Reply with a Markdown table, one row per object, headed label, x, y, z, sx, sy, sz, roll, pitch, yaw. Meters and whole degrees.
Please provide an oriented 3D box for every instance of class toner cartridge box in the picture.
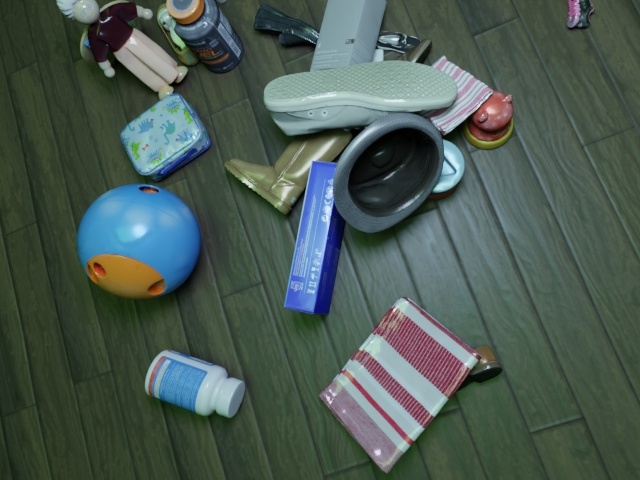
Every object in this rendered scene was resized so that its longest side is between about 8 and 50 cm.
| label | x | y | z | sx | sy | sz | roll | pitch | yaw |
| --- | --- | --- | --- | --- | --- | --- | --- | --- | --- |
| toner cartridge box | 0.000 | 0.000 | 1.177 | 0.075 | 0.165 | 0.347 | 9 | 83 | 14 |

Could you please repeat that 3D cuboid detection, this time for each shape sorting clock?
| label | x | y | z | sx | sy | sz | roll | pitch | yaw |
| --- | --- | --- | --- | --- | --- | --- | --- | --- | --- |
| shape sorting clock | -0.595 | -0.583 | 1.371 | 0.040 | 0.206 | 0.206 | 39 | 91 | 2 |

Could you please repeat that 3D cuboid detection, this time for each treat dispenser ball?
| label | x | y | z | sx | sy | sz | roll | pitch | yaw |
| --- | --- | --- | --- | --- | --- | --- | --- | --- | --- |
| treat dispenser ball | -0.443 | 0.004 | 1.208 | 0.288 | 0.288 | 0.288 | -2 | 82 | 12 |

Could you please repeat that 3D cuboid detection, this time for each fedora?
| label | x | y | z | sx | sy | sz | roll | pitch | yaw |
| --- | --- | --- | --- | --- | --- | --- | --- | --- | --- |
| fedora | 0.135 | -0.164 | 1.084 | 0.275 | 0.244 | 0.124 | -47 | 33 | 10 |

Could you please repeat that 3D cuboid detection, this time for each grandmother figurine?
| label | x | y | z | sx | sy | sz | roll | pitch | yaw |
| --- | --- | --- | --- | --- | --- | --- | --- | --- | --- |
| grandmother figurine | -0.515 | -0.529 | 1.279 | 0.104 | 0.342 | 0.207 | 23 | 82 | 46 |

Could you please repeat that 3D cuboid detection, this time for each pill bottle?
| label | x | y | z | sx | sy | sz | roll | pitch | yaw |
| --- | --- | --- | --- | --- | --- | --- | --- | --- | --- |
| pill bottle | -0.305 | -0.555 | 1.281 | 0.131 | 0.246 | 0.130 | -2 | 81 | 12 |
| pill bottle | -0.307 | 0.361 | 1.211 | 0.222 | 0.124 | 0.124 | 15 | 85 | 15 |

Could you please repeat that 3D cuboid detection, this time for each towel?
| label | x | y | z | sx | sy | sz | roll | pitch | yaw |
| --- | --- | --- | --- | --- | --- | --- | --- | --- | --- |
| towel | 0.171 | 0.317 | 1.116 | 0.329 | 0.037 | 0.237 | -51 | 54 | 1 |
| towel | 0.290 | -0.348 | 1.150 | 0.144 | 0.029 | 0.197 | -41 | 51 | 10 |

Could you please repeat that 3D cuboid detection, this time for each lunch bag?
| label | x | y | z | sx | sy | sz | roll | pitch | yaw |
| --- | --- | --- | --- | --- | --- | --- | --- | --- | --- |
| lunch bag | -0.427 | -0.279 | 1.348 | 0.219 | 0.090 | 0.176 | -34 | 75 | 6 |

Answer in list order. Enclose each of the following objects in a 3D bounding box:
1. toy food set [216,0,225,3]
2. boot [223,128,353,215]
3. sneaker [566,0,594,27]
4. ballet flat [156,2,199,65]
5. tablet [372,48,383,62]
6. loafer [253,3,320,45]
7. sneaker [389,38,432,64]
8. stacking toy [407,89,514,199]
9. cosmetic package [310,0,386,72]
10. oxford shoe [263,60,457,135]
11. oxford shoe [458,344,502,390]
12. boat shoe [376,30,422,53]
| label | x | y | z | sx | sy | sz | roll | pitch | yaw |
| --- | --- | --- | --- | --- | --- | --- | --- | --- | --- |
| toy food set | -0.243 | -0.759 | 1.370 | 0.232 | 0.104 | 0.111 | -14 | 79 | 10 |
| boot | -0.086 | -0.228 | 1.275 | 0.236 | 0.089 | 0.269 | 37 | 88 | 11 |
| sneaker | 0.639 | -0.572 | 1.189 | 0.057 | 0.047 | 0.119 | 10 | 87 | -3 |
| ballet flat | -0.417 | -0.610 | 1.402 | 0.080 | 0.073 | 0.232 | -34 | 76 | 5 |
| tablet | 0.139 | -0.467 | 1.296 | 0.054 | 0.006 | 0.083 | 0 | 82 | 12 |
| loafer | -0.082 | -0.564 | 1.328 | 0.223 | 0.076 | 0.078 | 29 | 103 | 13 |
| sneaker | 0.205 | -0.448 | 1.247 | 0.071 | 0.066 | 0.188 | 39 | 91 | 12 |
| stacking toy | 0.283 | -0.274 | 1.173 | 0.279 | 0.130 | 0.309 | 43 | 92 | 14 |
| cosmetic package | 0.073 | -0.527 | 1.255 | 0.127 | 0.107 | 0.237 | 8 | 85 | 36 |
| oxford shoe | 0.091 | -0.328 | 1.158 | 0.450 | 0.130 | 0.169 | -3 | 48 | 10 |
| oxford shoe | 0.303 | 0.302 | 1.127 | 0.212 | 0.076 | 0.076 | -23 | 48 | 11 |
| boat shoe | 0.205 | -0.521 | 1.272 | 0.125 | 0.038 | 0.046 | 13 | 77 | 13 |
